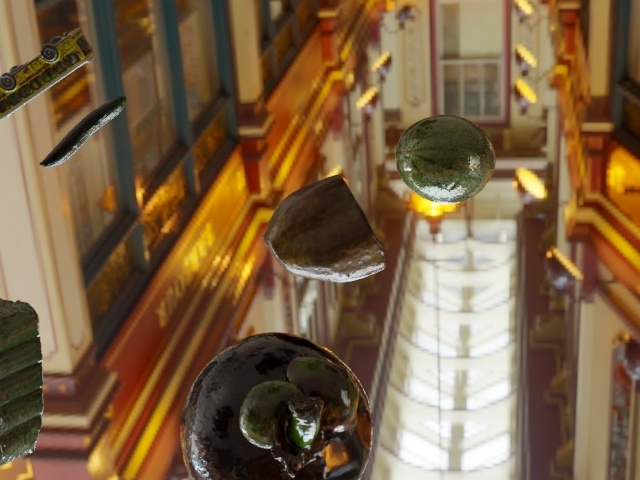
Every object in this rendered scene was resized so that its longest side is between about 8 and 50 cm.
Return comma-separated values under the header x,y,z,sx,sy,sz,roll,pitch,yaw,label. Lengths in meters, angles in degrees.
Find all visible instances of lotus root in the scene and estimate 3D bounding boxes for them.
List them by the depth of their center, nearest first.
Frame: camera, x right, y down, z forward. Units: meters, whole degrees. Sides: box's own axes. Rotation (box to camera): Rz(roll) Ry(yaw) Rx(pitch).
x,y,z,sx,sy,sz,roll,pitch,yaw,label
0.000,0.000,1.979,0.180,0.199,0.188,-30,179,-7,lotus root

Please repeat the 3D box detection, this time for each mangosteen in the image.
x,y,z,sx,sy,sz,roll,pitch,yaw,label
-0.050,0.295,1.722,0.306,0.306,0.359,-19,-175,-32,mangosteen

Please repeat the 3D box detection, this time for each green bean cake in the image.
x,y,z,sx,sy,sz,roll,pitch,yaw,label
-0.472,0.176,1.420,0.227,0.222,0.125,6,-165,25,green bean cake

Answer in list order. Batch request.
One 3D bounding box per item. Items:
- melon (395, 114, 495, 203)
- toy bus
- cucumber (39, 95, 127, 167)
x,y,z,sx,sy,sz,roll,pitch,yaw,label
0.196,-0.125,1.722,0.139,0.139,0.192,20,-169,43,melon
-0.540,-0.319,2.127,0.226,0.074,0.081,-31,-164,13,toy bus
-0.398,-0.184,1.877,0.184,0.033,0.036,-41,-135,5,cucumber
